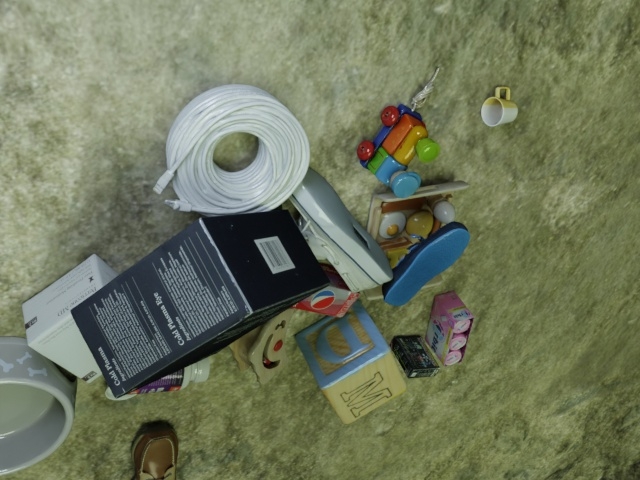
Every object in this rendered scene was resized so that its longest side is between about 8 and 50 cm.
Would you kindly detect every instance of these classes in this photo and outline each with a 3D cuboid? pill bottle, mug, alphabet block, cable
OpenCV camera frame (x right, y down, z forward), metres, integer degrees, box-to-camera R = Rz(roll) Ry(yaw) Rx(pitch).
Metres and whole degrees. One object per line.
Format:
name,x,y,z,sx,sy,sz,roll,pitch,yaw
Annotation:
pill bottle,-0.350,0.281,1.565,0.193,0.108,0.108,2,126,-30
mug,0.396,-0.285,1.528,0.064,0.062,0.078,-8,138,-34
alphabet block,0.078,0.305,1.771,0.193,0.192,0.197,-28,135,-2
cable,-0.152,-0.155,1.293,0.257,0.089,0.257,19,112,-31

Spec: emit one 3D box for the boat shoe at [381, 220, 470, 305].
boat shoe,0.219,0.037,1.582,0.109,0.089,0.258,32,119,-32

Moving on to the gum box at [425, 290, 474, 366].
gum box,0.349,0.245,1.927,0.062,0.107,0.188,-13,133,-19

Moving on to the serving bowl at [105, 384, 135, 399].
serving bowl,-0.449,0.329,1.606,0.083,0.027,0.083,-16,143,-12

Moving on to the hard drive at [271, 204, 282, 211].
hard drive,-0.124,-0.043,1.472,0.094,0.022,0.135,-17,134,-16

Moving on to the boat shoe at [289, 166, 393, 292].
boat shoe,0.000,-0.005,1.504,0.156,0.136,0.367,-29,132,19

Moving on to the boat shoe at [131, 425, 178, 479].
boat shoe,-0.416,0.608,1.805,0.122,0.120,0.324,-6,130,-25

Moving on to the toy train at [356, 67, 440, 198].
toy train,0.193,-0.213,1.414,0.105,0.143,0.248,18,117,-39

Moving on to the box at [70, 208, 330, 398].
box,-0.204,0.101,1.285,0.312,0.179,0.343,-33,172,20

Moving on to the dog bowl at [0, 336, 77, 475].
dog bowl,-0.674,0.358,1.458,0.348,0.102,0.349,-15,134,-16

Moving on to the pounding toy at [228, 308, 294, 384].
pounding toy,-0.159,0.198,1.631,0.154,0.155,0.269,-49,152,-25

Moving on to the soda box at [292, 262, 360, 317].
soda box,-0.042,0.098,1.590,0.263,0.092,0.083,17,118,-38

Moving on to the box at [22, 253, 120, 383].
box,-0.451,0.157,1.394,0.181,0.119,0.182,-35,136,2

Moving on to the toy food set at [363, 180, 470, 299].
toy food set,0.220,0.003,1.655,0.219,0.092,0.306,-11,132,-21

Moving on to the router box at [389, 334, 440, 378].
router box,0.256,0.316,1.926,0.092,0.122,0.038,2,131,-30
